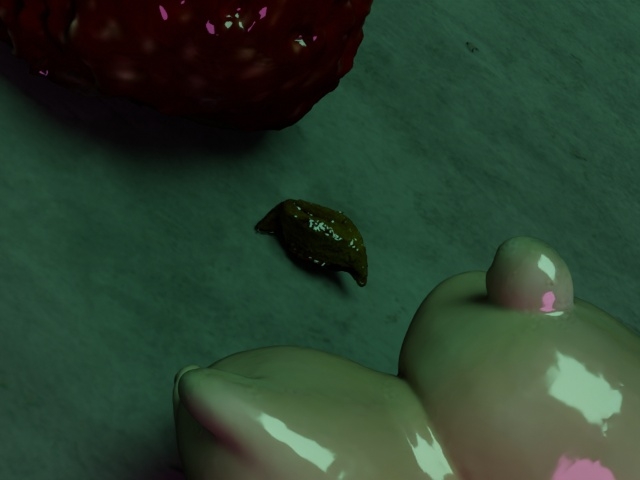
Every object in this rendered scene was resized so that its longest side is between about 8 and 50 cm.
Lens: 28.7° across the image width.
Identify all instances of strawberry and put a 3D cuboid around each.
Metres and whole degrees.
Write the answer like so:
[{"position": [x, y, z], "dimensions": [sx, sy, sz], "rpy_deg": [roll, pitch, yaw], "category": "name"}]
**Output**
[{"position": [-0.072, -0.256, 0.945], "dimensions": [0.317, 0.345, 0.295], "rpy_deg": [30, 41, -14], "category": "strawberry"}]

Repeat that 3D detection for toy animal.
[{"position": [0.094, 0.113, 0.789], "dimensions": [0.345, 0.247, 0.277], "rpy_deg": [33, 11, -5], "category": "toy animal"}]

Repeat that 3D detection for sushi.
[{"position": [0.000, 0.000, 1.013], "dimensions": [0.099, 0.047, 0.050], "rpy_deg": [31, 27, 12], "category": "sushi"}]
